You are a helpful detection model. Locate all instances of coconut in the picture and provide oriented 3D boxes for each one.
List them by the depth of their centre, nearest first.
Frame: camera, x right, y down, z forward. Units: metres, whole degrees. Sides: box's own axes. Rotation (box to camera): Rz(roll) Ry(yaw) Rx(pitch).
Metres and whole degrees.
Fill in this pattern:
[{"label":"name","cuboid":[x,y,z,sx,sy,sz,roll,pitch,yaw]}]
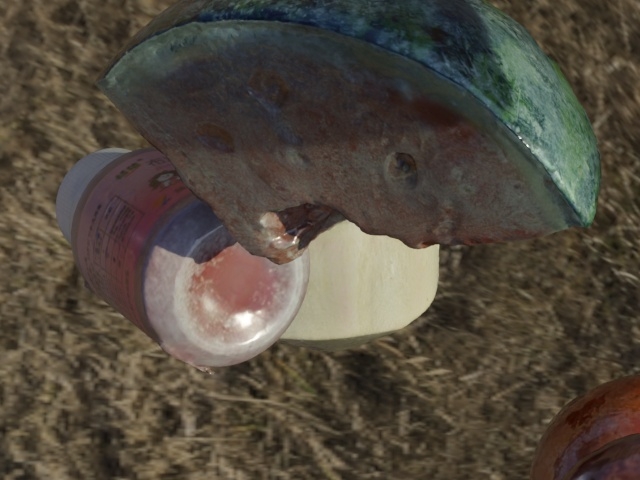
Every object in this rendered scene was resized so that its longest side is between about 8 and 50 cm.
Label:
[{"label":"coconut","cuboid":[-0.001,0.001,1.270,0.241,0.241,0.241,-4,81,24]}]

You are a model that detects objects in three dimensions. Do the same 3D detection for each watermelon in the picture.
[{"label":"watermelon","cuboid":[0.029,-0.077,0.864,0.318,0.148,0.226,18,135,17]}]

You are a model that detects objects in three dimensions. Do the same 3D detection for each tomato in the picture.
[{"label":"tomato","cuboid":[0.335,0.256,1.393,0.265,0.265,0.265,-4,81,24]}]

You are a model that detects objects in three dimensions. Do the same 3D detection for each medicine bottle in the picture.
[{"label":"medicine bottle","cuboid":[-0.121,0.000,1.097,0.247,0.147,0.147,29,95,54]}]

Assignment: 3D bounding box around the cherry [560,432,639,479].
[{"label":"cherry","cuboid":[0.300,0.266,1.095,0.239,0.239,0.206,7,70,25]}]
